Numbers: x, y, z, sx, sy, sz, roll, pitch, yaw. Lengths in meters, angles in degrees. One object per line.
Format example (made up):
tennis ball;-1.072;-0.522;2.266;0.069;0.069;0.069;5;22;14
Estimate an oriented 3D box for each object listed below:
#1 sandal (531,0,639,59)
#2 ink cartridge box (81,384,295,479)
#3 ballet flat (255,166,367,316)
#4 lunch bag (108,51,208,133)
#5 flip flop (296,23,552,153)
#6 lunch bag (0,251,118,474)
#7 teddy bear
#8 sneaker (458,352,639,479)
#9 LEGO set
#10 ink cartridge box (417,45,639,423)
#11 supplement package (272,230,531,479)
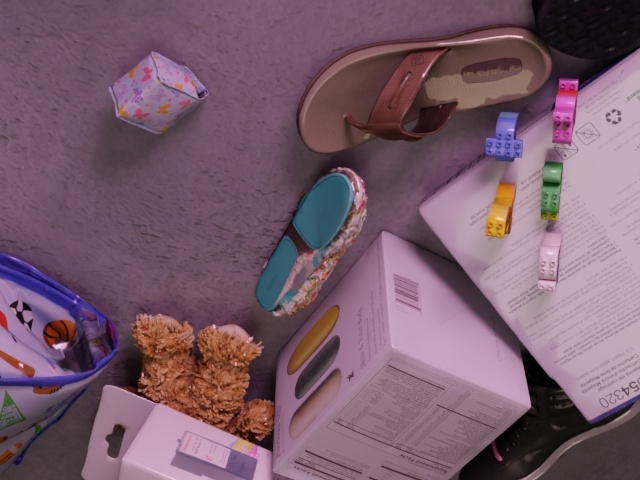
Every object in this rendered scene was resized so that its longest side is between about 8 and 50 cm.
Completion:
sandal;0.340;-0.342;0.912;0.167;0.107;0.446;18;142;-24
ink cartridge box;-0.160;0.351;1.334;0.353;0.119;0.207;22;124;4
ballet flat;0.000;0.000;1.225;0.077;0.091;0.241;-4;144;-40
lunch bag;-0.170;-0.153;1.093;0.071;0.053;0.083;-34;149;25
flip flop;0.107;-0.150;1.080;0.276;0.080;0.112;-11;130;9
lunch bag;-0.483;0.176;1.251;0.385;0.239;0.328;13;132;-42
teddy bear;-0.173;0.231;1.392;0.245;0.113;0.338;18;128;-13
sneaker;0.281;0.237;1.413;0.295;0.105;0.147;-37;121;20
LEGO set;0.211;-0.048;1.072;0.087;0.093;0.227;6;113;16
ink cartridge box;0.333;-0.004;1.141;0.324;0.071;0.330;-36;99;26
supplement package;0.090;0.171;1.282;0.198;0.199;0.263;24;127;-20
